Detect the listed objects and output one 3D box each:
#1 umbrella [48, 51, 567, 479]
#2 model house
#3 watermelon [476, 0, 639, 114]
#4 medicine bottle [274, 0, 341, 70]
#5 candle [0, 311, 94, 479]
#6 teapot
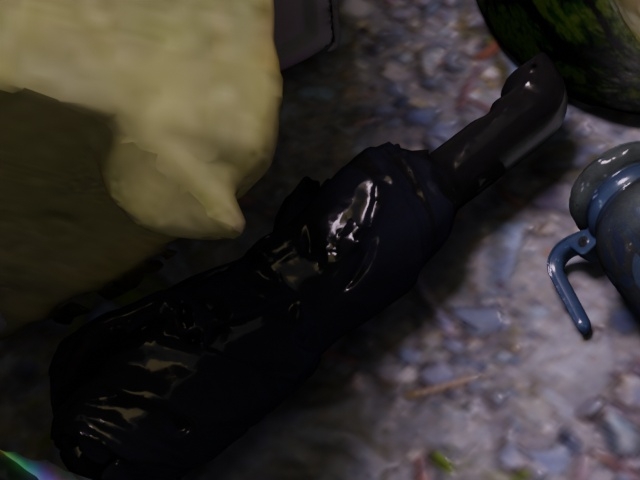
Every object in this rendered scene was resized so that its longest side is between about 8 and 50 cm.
[{"bbox_3d":[0.005,0.005,0.580,0.248,0.071,0.071,-35,52,-17],"label":"umbrella"},{"bbox_3d":[-0.177,-0.138,0.532,0.261,0.266,0.321,-28,57,48],"label":"model house"},{"bbox_3d":[0.151,-0.206,0.687,0.159,0.128,0.303,20,57,26],"label":"watermelon"},{"bbox_3d":[-0.069,-0.164,0.733,0.115,0.078,0.219,-13,49,-6],"label":"medicine bottle"},{"bbox_3d":[-0.118,0.151,0.408,0.187,0.187,0.330,-17,47,-2],"label":"candle"},{"bbox_3d":[0.125,0.010,0.569,0.049,0.063,0.083,1,38,-30],"label":"teapot"}]
